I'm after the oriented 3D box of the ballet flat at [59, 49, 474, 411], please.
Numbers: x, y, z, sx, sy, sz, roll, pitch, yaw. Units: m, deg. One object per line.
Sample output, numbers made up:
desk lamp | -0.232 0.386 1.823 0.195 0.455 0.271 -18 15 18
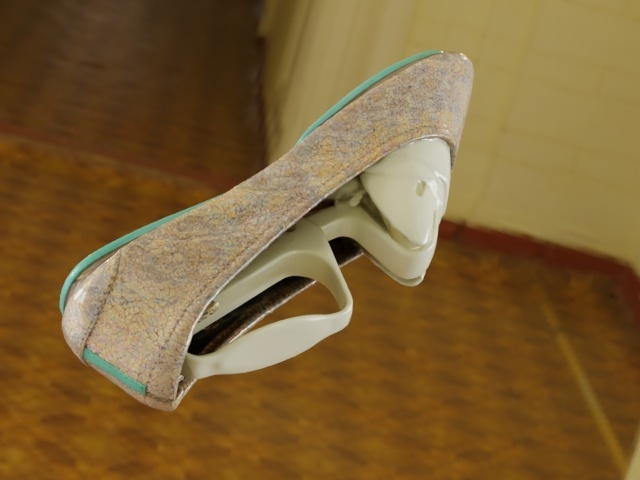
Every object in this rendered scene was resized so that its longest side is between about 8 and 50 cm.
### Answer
ballet flat | 0.000 0.000 0.973 0.316 0.107 0.106 -35 61 -25
